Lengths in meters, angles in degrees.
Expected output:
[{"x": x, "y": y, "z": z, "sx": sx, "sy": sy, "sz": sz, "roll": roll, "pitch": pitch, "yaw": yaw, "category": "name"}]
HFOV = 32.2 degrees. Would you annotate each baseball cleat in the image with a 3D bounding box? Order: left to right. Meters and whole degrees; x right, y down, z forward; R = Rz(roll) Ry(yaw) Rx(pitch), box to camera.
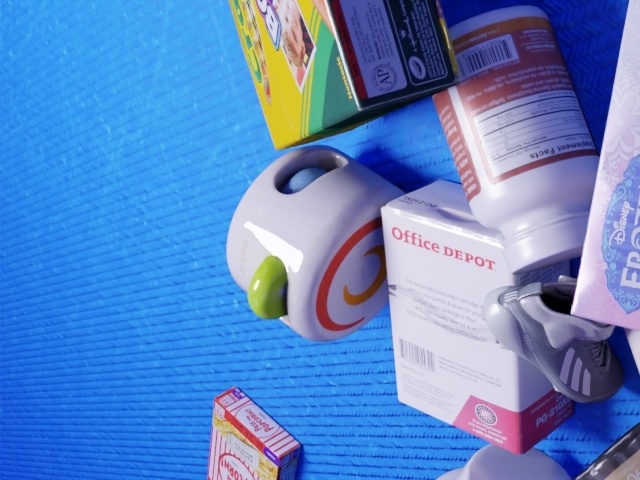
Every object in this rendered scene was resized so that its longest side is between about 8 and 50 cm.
[{"x": 0.240, "y": 0.095, "z": 1.009, "sx": 0.109, "sy": 0.206, "sz": 0.072, "roll": -20, "pitch": 55, "yaw": 42, "category": "baseball cleat"}]

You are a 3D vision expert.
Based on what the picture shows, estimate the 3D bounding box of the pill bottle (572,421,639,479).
[{"x": 0.344, "y": 0.274, "z": 1.017, "sx": 0.219, "sy": 0.123, "sz": 0.123, "roll": 50, "pitch": 141, "yaw": 18, "category": "pill bottle"}]

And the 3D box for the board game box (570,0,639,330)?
[{"x": 0.340, "y": -0.071, "z": 0.689, "sx": 0.318, "sy": 0.066, "sz": 0.318, "roll": 13, "pitch": 98, "yaw": 35, "category": "board game box"}]

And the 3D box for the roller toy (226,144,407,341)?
[{"x": 0.000, "y": 0.000, "z": 1.217, "sx": 0.146, "sy": 0.209, "sz": 0.191, "roll": 35, "pitch": 96, "yaw": 33, "category": "roller toy"}]

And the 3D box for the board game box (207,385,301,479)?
[{"x": -0.102, "y": 0.335, "z": 1.654, "sx": 0.147, "sy": 0.045, "sz": 0.193, "roll": 36, "pitch": 135, "yaw": 32, "category": "board game box"}]

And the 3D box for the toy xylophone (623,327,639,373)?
[{"x": 0.360, "y": 0.043, "z": 0.892, "sx": 0.323, "sy": 0.081, "sz": 0.236, "roll": -15, "pitch": 86, "yaw": 54, "category": "toy xylophone"}]

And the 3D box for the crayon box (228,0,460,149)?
[{"x": -0.020, "y": -0.283, "z": 1.034, "sx": 0.313, "sy": 0.106, "sz": 0.362, "roll": 173, "pitch": 80, "yaw": -74, "category": "crayon box"}]

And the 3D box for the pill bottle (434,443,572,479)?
[{"x": 0.167, "y": 0.364, "z": 1.238, "sx": 0.176, "sy": 0.176, "sz": 0.318, "roll": 46, "pitch": 139, "yaw": 23, "category": "pill bottle"}]

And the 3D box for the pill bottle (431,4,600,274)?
[{"x": 0.176, "y": -0.085, "z": 0.976, "sx": 0.121, "sy": 0.121, "sz": 0.216, "roll": -31, "pitch": 73, "yaw": 53, "category": "pill bottle"}]

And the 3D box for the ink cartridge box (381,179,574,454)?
[{"x": 0.162, "y": 0.073, "z": 1.137, "sx": 0.172, "sy": 0.100, "sz": 0.237, "roll": 19, "pitch": 125, "yaw": 43, "category": "ink cartridge box"}]
